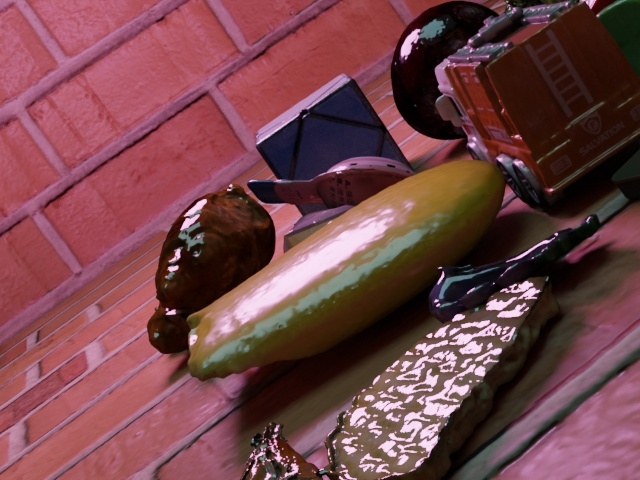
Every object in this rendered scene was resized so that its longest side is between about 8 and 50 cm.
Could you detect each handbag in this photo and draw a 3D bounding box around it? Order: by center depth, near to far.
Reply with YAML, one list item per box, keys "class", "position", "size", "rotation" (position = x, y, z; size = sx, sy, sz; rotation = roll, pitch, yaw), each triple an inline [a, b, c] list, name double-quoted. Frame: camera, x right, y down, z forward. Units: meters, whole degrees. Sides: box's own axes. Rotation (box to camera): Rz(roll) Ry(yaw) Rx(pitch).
- class: "handbag"
  position: [0.000, 0.000, 1.510]
  size: [0.117, 0.095, 0.173]
  rotation: [-20, -3, -6]

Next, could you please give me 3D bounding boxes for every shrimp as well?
- class: "shrimp"
  position: [-0.041, 0.217, 0.951]
  size: [0.091, 0.043, 0.184]
  rotation: [-26, 18, 3]

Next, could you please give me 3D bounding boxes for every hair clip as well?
- class: "hair clip"
  position: [0.187, 0.018, 1.042]
  size: [0.195, 0.052, 0.124]
  rotation: [-31, 2, 31]

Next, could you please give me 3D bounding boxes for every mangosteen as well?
- class: "mangosteen"
  position: [0.239, -0.263, 1.756]
  size: [0.235, 0.235, 0.261]
  rotation: [-35, 45, -3]

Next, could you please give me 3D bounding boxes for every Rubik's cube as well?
- class: "Rubik's cube"
  position: [0.021, -0.154, 1.871]
  size: [0.205, 0.205, 0.207]
  rotation: [-33, 12, 6]

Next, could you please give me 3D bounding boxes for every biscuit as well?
- class: "biscuit"
  position: [0.092, 0.132, 0.922]
  size: [0.187, 0.036, 0.273]
  rotation: [-21, 18, 48]

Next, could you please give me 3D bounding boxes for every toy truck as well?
- class: "toy truck"
  position: [0.256, -0.183, 1.316]
  size: [0.173, 0.207, 0.387]
  rotation: [-34, 10, 1]

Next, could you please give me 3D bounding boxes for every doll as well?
- class: "doll"
  position: [0.429, -0.302, 1.401]
  size: [0.160, 0.183, 0.363]
  rotation: [-37, 6, 22]

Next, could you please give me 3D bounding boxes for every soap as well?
- class: "soap"
  position: [0.036, 0.037, 1.277]
  size: [0.427, 0.115, 0.306]
  rotation: [-33, 6, 4]

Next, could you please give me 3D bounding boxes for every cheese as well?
- class: "cheese"
  position: [0.035, -0.073, 1.583]
  size: [0.285, 0.074, 0.189]
  rotation: [0, -19, 16]

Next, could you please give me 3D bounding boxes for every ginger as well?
- class: "ginger"
  position: [-0.186, 0.043, 1.673]
  size: [0.274, 0.152, 0.357]
  rotation: [-51, 4, -3]

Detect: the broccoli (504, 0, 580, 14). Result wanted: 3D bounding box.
- class: "broccoli"
  position: [0.414, -0.380, 1.654]
  size: [0.261, 0.242, 0.269]
  rotation: [-23, -29, 24]

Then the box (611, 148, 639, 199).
- class: "box"
  position: [0.363, -0.089, 1.085]
  size: [0.126, 0.031, 0.091]
  rotation: [-41, 13, -27]
